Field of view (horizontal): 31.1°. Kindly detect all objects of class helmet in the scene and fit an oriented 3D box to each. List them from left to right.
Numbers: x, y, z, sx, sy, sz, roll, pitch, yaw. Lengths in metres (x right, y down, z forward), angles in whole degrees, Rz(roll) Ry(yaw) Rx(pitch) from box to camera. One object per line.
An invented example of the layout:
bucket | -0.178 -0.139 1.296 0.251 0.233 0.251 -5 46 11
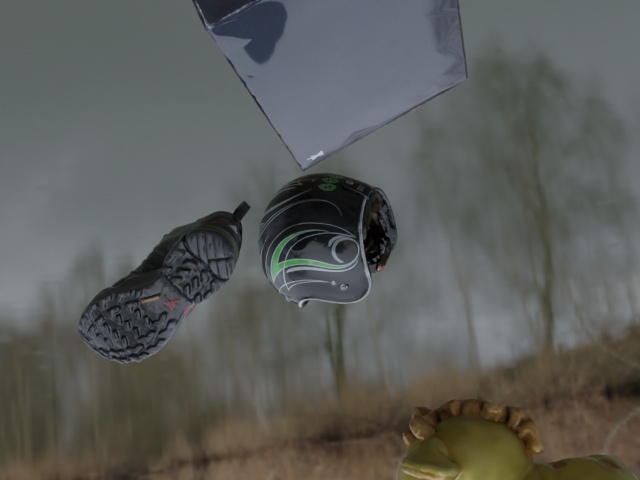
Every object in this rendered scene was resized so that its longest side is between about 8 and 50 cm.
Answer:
helmet | 0.000 0.000 1.433 0.161 0.169 0.169 -2 168 23

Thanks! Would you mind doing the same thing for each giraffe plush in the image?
giraffe plush | 0.121 0.178 0.728 0.170 0.210 0.181 23 157 3

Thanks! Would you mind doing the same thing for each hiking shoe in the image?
hiking shoe | -0.156 0.046 1.194 0.227 0.086 0.114 -33 -168 29

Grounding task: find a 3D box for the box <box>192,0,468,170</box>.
box | -0.037 -0.267 0.916 0.179 0.312 0.343 -28 165 3
